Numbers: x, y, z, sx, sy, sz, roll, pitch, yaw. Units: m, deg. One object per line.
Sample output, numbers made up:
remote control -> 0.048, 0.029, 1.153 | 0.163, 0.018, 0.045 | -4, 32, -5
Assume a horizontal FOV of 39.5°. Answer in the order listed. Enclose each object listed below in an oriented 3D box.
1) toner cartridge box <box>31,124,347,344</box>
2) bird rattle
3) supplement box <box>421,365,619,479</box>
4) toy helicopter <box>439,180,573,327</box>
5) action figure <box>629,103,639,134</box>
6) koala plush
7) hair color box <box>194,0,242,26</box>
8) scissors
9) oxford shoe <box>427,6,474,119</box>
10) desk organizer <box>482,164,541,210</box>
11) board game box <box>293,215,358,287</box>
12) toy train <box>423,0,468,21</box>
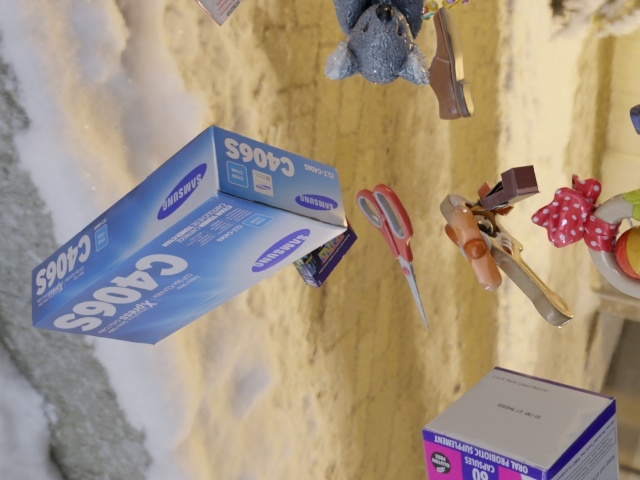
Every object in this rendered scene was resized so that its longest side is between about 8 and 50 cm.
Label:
toner cartridge box -> -0.151, 0.012, 0.949 | 0.165, 0.347, 0.075 | 14, 57, -41
bird rattle -> 0.437, -0.007, 1.267 | 0.143, 0.253, 0.207 | -30, 96, -46
supplement box -> 0.167, 0.232, 0.717 | 0.114, 0.111, 0.220 | -28, 117, -41
toy helicopter -> 0.371, 0.034, 1.803 | 0.140, 0.355, 0.235 | -49, 157, 22
action figure -> 0.482, -0.169, 0.842 | 0.178, 0.341, 0.330 | -13, 115, -29
koala plush -> 0.099, -0.340, 1.440 | 0.203, 0.196, 0.221 | 102, -10, -59
hair color box -> -0.163, -0.382, 1.344 | 0.072, 0.043, 0.141 | -49, 168, 2
scissors -> 0.140, 0.036, 1.426 | 0.021, 0.109, 0.297 | -38, 113, -25
oxford shoe -> 0.230, -0.329, 1.672 | 0.076, 0.076, 0.212 | -6, 87, -60
desk organizer -> 0.332, -0.092, 1.576 | 0.130, 0.047, 0.050 | 148, -68, -71
board game box -> 0.000, 0.000, 2.062 | 0.170, 0.048, 0.141 | -52, 129, -26
toy train -> 0.248, -0.509, 1.861 | 0.125, 0.166, 0.046 | -4, 73, -67
